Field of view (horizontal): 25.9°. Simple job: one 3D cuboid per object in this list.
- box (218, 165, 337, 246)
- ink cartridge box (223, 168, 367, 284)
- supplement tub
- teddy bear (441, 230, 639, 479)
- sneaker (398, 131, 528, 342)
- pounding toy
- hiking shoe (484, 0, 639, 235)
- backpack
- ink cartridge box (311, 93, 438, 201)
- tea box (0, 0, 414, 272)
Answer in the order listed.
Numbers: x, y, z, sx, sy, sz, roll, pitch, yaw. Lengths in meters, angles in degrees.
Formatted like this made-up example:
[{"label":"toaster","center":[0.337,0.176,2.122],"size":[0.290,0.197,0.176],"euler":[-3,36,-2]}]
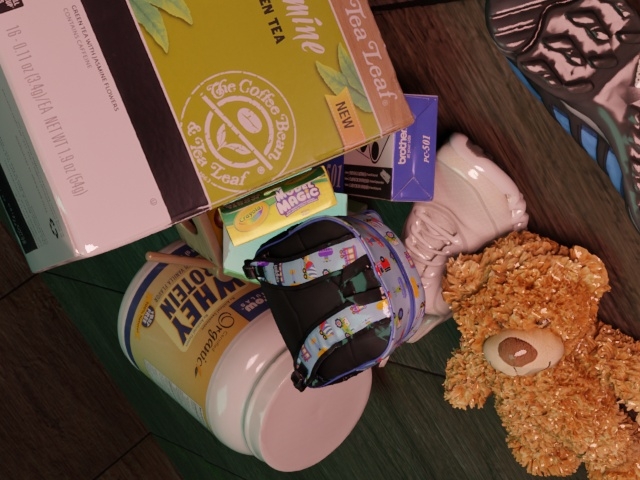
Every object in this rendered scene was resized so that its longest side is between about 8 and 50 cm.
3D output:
[{"label":"box","center":[-0.040,-0.032,1.299],"size":[0.179,0.105,0.043],"euler":[153,94,-88]},{"label":"ink cartridge box","center":[-0.031,-0.050,1.589],"size":[0.171,0.056,0.235],"euler":[16,120,25]},{"label":"supplement tub","center":[-0.104,0.151,1.900],"size":[0.316,0.228,0.228],"euler":[33,153,39]},{"label":"teddy bear","center":[0.222,0.143,1.331],"size":[0.245,0.113,0.338],"euler":[27,151,23]},{"label":"sneaker","center":[0.121,0.008,1.349],"size":[0.110,0.118,0.292],"euler":[45,157,23]},{"label":"pounding toy","center":[-0.125,-0.017,1.727],"size":[0.094,0.181,0.206],"euler":[33,153,39]},{"label":"hiking shoe","center":[0.231,-0.096,1.001],"size":[0.304,0.113,0.132],"euler":[50,-169,-14]},{"label":"backpack","center":[0.030,0.044,1.298],"size":[0.173,0.117,0.158],"euler":[-31,81,53]},{"label":"ink cartridge box","center":[0.047,-0.091,1.336],"size":[0.207,0.046,0.097],"euler":[-168,80,-69]},{"label":"tea box","center":[-0.149,-0.182,1.212],"size":[0.329,0.324,0.220],"euler":[67,157,-4]}]
